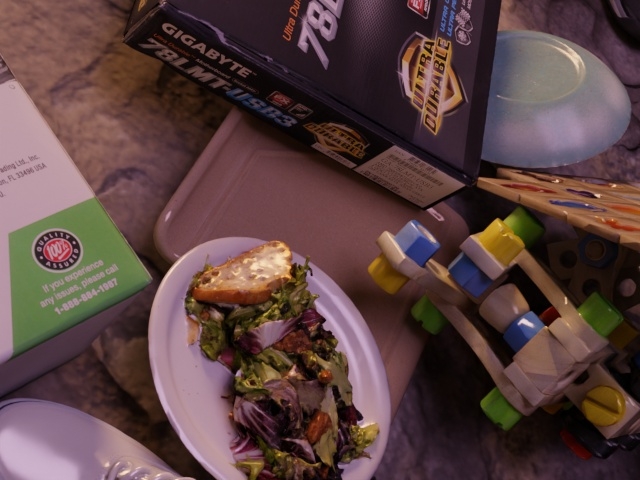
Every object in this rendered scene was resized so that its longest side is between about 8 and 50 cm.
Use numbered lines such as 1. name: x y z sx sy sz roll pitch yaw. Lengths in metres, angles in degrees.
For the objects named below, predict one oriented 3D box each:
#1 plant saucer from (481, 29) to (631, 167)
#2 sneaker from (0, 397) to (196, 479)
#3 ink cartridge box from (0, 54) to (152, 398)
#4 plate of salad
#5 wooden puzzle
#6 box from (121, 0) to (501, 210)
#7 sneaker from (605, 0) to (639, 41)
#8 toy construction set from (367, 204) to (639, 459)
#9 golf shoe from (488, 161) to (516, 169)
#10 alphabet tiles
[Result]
1. plant saucer: 0.181 -0.140 1.124 0.194 0.037 0.195 1 44 -1
2. sneaker: -0.095 0.172 0.786 0.258 0.091 0.094 35 50 -14
3. ink cartridge box: -0.275 -0.030 0.753 0.211 0.121 0.289 -29 82 -42
4. plate of salad: -0.024 0.083 0.854 0.199 0.048 0.200 23 50 -30
5. wooden puzzle: 0.000 0.000 0.989 0.238 0.044 0.221 42 48 -15
6. box: 0.015 -0.215 1.023 0.293 0.073 0.296 29 56 -27
7. sneaker: 0.378 -0.328 1.373 0.086 0.132 0.229 25 53 -22
8. toy construction set: 0.191 0.061 1.011 0.215 0.151 0.327 47 28 21
9. golf shoe: 0.181 -0.129 1.184 0.086 0.069 0.176 31 46 14
10. alphabet tiles: 0.296 -0.008 0.953 0.285 0.342 0.011 3 104 -28
